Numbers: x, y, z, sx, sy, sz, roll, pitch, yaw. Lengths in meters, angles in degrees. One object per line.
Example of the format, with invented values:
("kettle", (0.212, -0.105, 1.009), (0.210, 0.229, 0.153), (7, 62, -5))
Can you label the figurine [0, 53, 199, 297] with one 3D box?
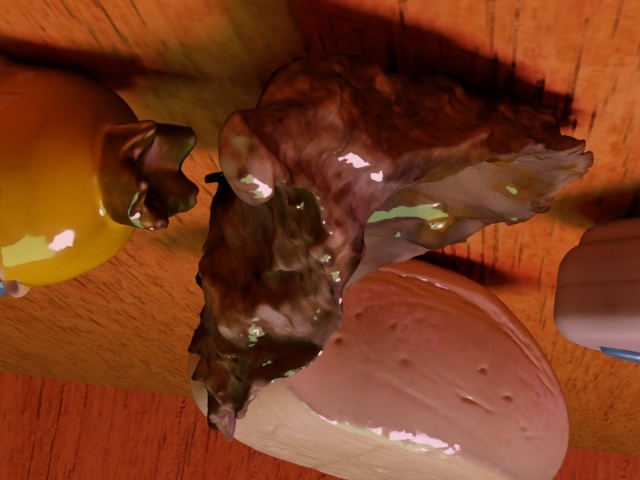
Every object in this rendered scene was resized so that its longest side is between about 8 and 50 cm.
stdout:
("figurine", (-0.190, -0.043, 0.980), (0.234, 0.127, 0.185), (14, 169, 41))

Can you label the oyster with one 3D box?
("oyster", (0.023, -0.016, 0.946), (0.204, 0.111, 0.396), (-30, 169, -16))

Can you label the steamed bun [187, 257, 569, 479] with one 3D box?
("steamed bun", (0.048, 0.088, 1.425), (0.250, 0.154, 0.200), (19, 164, -22))

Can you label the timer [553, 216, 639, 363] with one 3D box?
("timer", (0.279, 0.038, 1.129), (0.262, 0.087, 0.237), (12, 171, -24))
